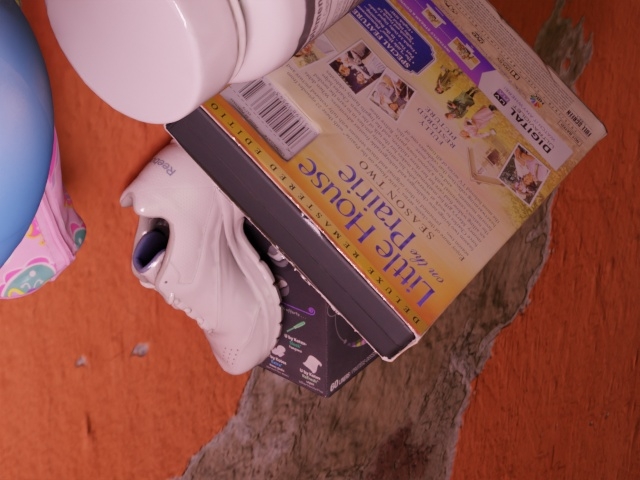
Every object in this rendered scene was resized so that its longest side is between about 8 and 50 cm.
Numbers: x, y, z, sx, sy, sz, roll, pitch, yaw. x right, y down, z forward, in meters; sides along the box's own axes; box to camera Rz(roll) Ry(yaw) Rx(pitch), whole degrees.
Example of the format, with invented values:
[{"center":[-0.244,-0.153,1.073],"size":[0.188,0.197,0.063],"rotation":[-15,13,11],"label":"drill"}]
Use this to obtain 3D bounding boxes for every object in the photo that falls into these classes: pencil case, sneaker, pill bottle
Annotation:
[{"center":[-0.267,-0.086,1.392],"size":[0.124,0.124,0.284],"rotation":[-45,145,-33],"label":"pencil case"},{"center":[-0.125,0.023,1.732],"size":[0.129,0.111,0.297],"rotation":[-37,132,-26],"label":"sneaker"},{"center":[-0.054,-0.262,1.521],"size":[0.361,0.204,0.204],"rotation":[-41,142,-36],"label":"pill bottle"}]

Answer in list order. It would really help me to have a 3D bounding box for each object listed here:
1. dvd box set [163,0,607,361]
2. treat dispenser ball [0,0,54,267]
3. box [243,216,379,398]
[{"center":[0.080,-0.110,1.729],"size":[0.420,0.307,0.062],"rotation":[-44,180,-44],"label":"dvd box set"},{"center":[-0.316,-0.075,1.137],"size":[0.288,0.288,0.288],"rotation":[-37,139,-41],"label":"treat dispenser ball"},{"center":[0.000,0.000,1.851],"size":[0.165,0.143,0.270],"rotation":[-38,139,-41],"label":"box"}]
